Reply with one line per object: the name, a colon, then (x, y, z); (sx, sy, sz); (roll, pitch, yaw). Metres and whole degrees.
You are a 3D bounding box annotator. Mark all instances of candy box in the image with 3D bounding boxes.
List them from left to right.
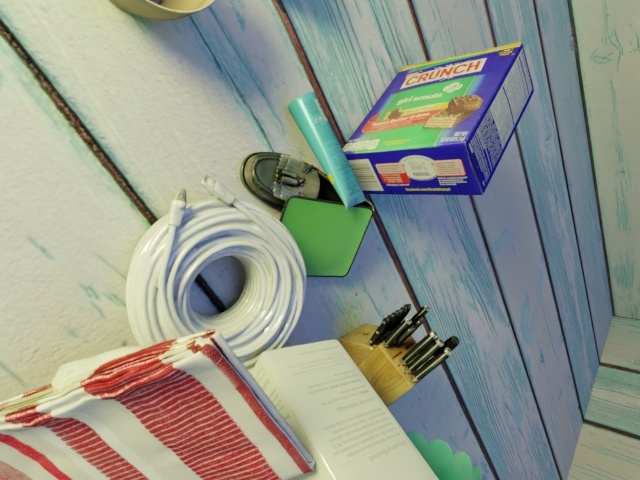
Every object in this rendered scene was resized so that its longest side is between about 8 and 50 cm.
candy box: (0.231, -0.237, 0.810); (0.317, 0.268, 0.122); (-55, 130, -28)

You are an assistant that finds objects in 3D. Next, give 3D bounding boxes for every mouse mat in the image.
mouse mat: (0.000, 0.000, 0.720); (0.190, 0.007, 0.152); (5, 116, -37)

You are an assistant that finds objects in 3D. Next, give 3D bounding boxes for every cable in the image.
cable: (-0.141, 0.068, 0.580); (0.257, 0.089, 0.257); (31, 78, -37)

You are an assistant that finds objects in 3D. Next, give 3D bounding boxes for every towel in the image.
towel: (-0.199, 0.227, 0.419); (0.037, 0.329, 0.237); (-100, 166, -58)

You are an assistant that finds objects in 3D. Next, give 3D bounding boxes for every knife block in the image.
knife block: (0.158, 0.256, 0.786); (0.088, 0.242, 0.275); (-19, 106, -41)

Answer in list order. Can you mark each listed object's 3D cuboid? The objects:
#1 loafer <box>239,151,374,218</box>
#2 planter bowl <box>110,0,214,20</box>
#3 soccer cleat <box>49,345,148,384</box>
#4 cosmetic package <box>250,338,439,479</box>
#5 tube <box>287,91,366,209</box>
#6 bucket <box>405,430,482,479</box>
loafer: (-0.010, -0.091, 0.712); (0.268, 0.084, 0.096); (17, 80, -43)
planter bowl: (-0.211, -0.340, 0.486); (0.162, 0.109, 0.161); (-4, 96, -43)
soccer cleat: (-0.224, 0.261, 0.526); (0.116, 0.143, 0.331); (-95, 179, -59)
cosmetic package: (0.027, 0.347, 0.533); (0.156, 0.385, 0.217); (2, 128, -43)
tube: (0.015, -0.153, 0.708); (0.080, 0.052, 0.207); (-30, 92, -50)
bucket: (0.159, 0.502, 0.790); (0.281, 0.281, 0.182); (14, 84, -44)
